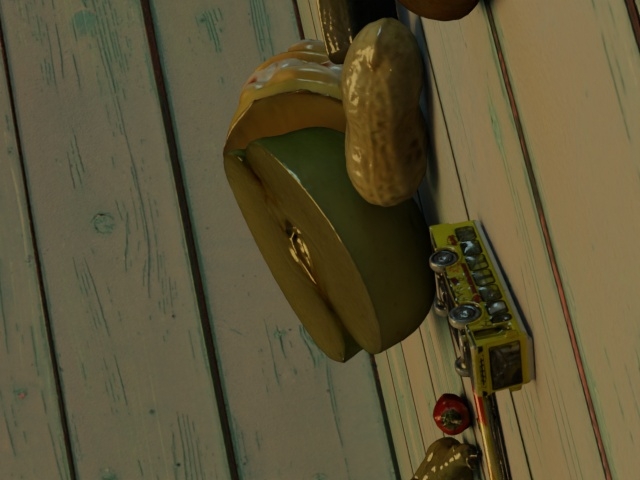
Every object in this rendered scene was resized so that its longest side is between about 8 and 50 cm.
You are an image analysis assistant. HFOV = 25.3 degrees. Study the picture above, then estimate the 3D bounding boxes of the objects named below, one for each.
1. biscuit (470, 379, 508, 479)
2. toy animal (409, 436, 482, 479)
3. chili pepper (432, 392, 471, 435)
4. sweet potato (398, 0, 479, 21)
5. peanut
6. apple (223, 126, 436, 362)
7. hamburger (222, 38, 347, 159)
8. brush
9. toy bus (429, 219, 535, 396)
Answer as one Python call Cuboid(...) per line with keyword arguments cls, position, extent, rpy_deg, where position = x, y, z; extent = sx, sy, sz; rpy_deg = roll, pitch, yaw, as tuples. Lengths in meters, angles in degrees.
Cuboid(cls="biscuit", position=(0.205, 0.211, 1.750), extent=(0.048, 0.026, 0.292), rpy_deg=(-9, -92, -73))
Cuboid(cls="toy animal", position=(0.189, 0.332, 2.062), extent=(0.218, 0.103, 0.101), rpy_deg=(48, -126, -87))
Cuboid(cls="chili pepper", position=(0.184, 0.246, 2.012), extent=(0.059, 0.050, 0.191), rpy_deg=(62, -176, 4))
Cuboid(cls="sweet potato", position=(0.107, -0.269, 1.340), extent=(0.346, 0.079, 0.108), rpy_deg=(-103, 32, -60))
Cuboid(cls="peanut", position=(0.087, -0.166, 1.827), extent=(0.274, 0.111, 0.125), rpy_deg=(88, -153, -43))
Cuboid(cls="apple", position=(0.000, 0.000, 2.072), extent=(0.360, 0.320, 0.312), rpy_deg=(62, -153, -1))
Cuboid(cls="hamburger", position=(-0.012, -0.186, 2.286), extent=(0.237, 0.276, 0.276), rpy_deg=(-73, -21, -53))
Cuboid(cls="brush", position=(0.047, -0.334, 1.864), extent=(0.123, 0.059, 0.197), rpy_deg=(-21, -77, -57))
Cuboid(cls="toy bus", position=(0.163, 0.070, 1.516), extent=(0.226, 0.074, 0.081), rpy_deg=(-105, 6, -57))
